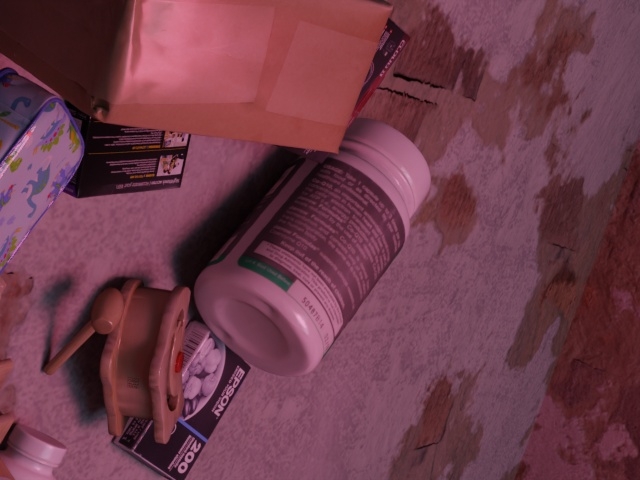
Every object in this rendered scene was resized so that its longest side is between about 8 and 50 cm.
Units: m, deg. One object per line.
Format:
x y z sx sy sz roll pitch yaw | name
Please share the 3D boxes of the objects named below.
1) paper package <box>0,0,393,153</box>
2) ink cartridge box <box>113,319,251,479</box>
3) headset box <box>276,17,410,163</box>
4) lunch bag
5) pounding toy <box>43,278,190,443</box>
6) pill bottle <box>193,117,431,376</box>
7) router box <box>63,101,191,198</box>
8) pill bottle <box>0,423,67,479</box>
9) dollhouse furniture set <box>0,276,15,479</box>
-0.148 -0.227 1.142 0.325 0.309 0.168 2 114 -46 | paper package
-0.185 0.248 1.679 0.206 0.045 0.208 -59 148 -15 | ink cartridge box
-0.013 -0.228 1.482 0.218 0.110 0.293 -55 162 9 | headset box
-0.341 -0.053 1.176 0.219 0.090 0.176 -56 167 -15 | lunch bag
-0.256 0.134 1.476 0.154 0.155 0.269 -76 173 -45 | pounding toy
0.000 0.000 1.630 0.361 0.204 0.204 -52 146 -32 | pill bottle
-0.229 -0.124 1.370 0.179 0.046 0.133 -10 118 -54 | router box
-0.376 0.313 1.384 0.169 0.094 0.094 -63 148 -6 | pill bottle
-0.354 0.150 1.114 0.303 0.174 0.355 -12 145 -54 | dollhouse furniture set
